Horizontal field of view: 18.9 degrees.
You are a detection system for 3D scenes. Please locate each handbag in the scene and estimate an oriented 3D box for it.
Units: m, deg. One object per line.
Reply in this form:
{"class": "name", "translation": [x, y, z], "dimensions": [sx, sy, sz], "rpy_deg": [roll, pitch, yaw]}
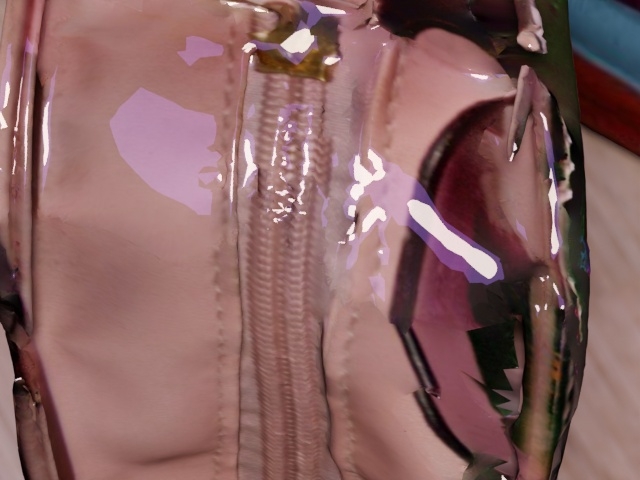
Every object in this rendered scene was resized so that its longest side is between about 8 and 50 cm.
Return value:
{"class": "handbag", "translation": [0.002, 0.000, 0.438], "dimensions": [0.116, 0.205, 0.179], "rpy_deg": [2, 52, 6]}

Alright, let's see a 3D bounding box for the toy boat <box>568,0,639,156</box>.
{"class": "toy boat", "translation": [0.181, -0.051, 0.492], "dimensions": [0.392, 0.079, 0.136], "rpy_deg": [26, 87, 10]}
